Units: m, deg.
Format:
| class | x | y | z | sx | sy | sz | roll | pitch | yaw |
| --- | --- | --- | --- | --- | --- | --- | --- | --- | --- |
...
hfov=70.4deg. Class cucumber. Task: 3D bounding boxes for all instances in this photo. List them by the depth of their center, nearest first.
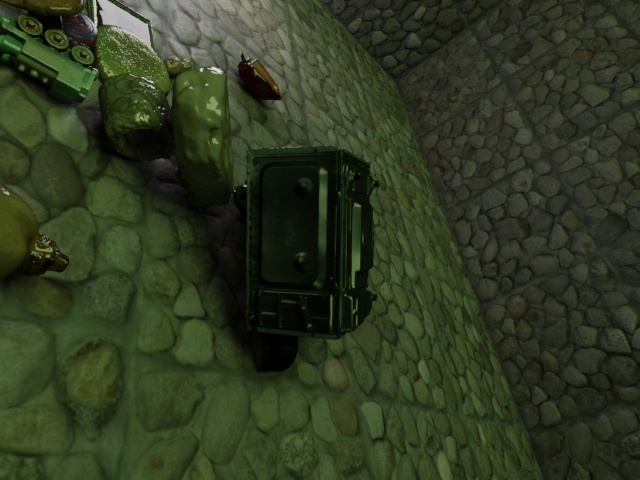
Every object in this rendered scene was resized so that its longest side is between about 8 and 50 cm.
| class | x | y | z | sx | sy | sz | roll | pitch | yaw |
| --- | --- | --- | --- | --- | --- | --- | --- | --- | --- |
| cucumber | -0.106 | 0.244 | 1.068 | 0.115 | 0.062 | 0.116 | 15 | 49 | -46 |

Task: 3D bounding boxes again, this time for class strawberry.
| class | x | y | z | sx | sy | sz | roll | pitch | yaw |
| --- | --- | --- | --- | --- | --- | --- | --- | --- | --- |
| strawberry | -0.229 | -0.580 | 1.636 | 0.192 | 0.085 | 0.140 | 32 | 30 | -47 |

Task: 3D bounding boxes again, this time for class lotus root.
| class | x | y | z | sx | sy | sz | roll | pitch | yaw |
| --- | --- | --- | --- | --- | --- | --- | --- | --- | --- |
| lotus root | -0.518 | -0.027 | 0.609 | 0.343 | 0.152 | 0.169 | 31 | 54 | -47 |

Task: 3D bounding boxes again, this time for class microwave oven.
| class | x | y | z | sx | sy | sz | roll | pitch | yaw |
| --- | --- | --- | --- | --- | --- | --- | --- | --- | --- |
| microwave oven | 0.000 | 0.000 | 1.069 | 0.333 | 0.247 | 0.393 | -7 | 98 | -73 |

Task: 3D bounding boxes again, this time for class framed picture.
| class | x | y | z | sx | sy | sz | roll | pitch | yaw |
| --- | --- | --- | --- | --- | --- | --- | --- | --- | --- |
| framed picture | -0.531 | -0.564 | 1.231 | 0.197 | 0.014 | 0.252 | 16 | 49 | -50 |

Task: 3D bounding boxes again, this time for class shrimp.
| class | x | y | z | sx | sy | sz | roll | pitch | yaw |
| --- | --- | --- | --- | --- | --- | --- | --- | --- | --- |
| shrimp | -0.640 | -0.541 | 0.942 | 0.289 | 0.075 | 0.178 | 41 | 43 | 2 |

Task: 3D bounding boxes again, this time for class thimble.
| class | x | y | z | sx | sy | sz | roll | pitch | yaw |
| --- | --- | --- | --- | --- | --- | --- | --- | --- | --- |
| thimble | -0.403 | -0.272 | 1.029 | 0.143 | 0.138 | 0.190 | 66 | 16 | 18 |

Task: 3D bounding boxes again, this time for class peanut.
| class | x | y | z | sx | sy | sz | roll | pitch | yaw |
| --- | --- | --- | --- | --- | --- | --- | --- | --- | --- |
| peanut | -0.415 | -0.501 | 1.310 | 0.053 | 0.054 | 0.113 | 56 | 32 | -4 |

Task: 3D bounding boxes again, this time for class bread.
| class | x | y | z | sx | sy | sz | roll | pitch | yaw |
| --- | --- | --- | --- | --- | --- | --- | --- | --- | --- |
| bread | -0.481 | -0.449 | 1.157 | 0.228 | 0.034 | 0.228 | 32 | 46 | -41 |

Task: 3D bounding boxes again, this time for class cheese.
| class | x | y | z | sx | sy | sz | roll | pitch | yaw |
| --- | --- | --- | --- | --- | --- | --- | --- | --- | --- |
| cheese | -0.267 | -0.238 | 1.066 | 0.318 | 0.115 | 0.326 | -119 | -153 | -75 |

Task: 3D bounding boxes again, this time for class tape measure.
| class | x | y | z | sx | sy | sz | roll | pitch | yaw |
| --- | --- | --- | --- | --- | --- | --- | --- | --- | --- |
| tape measure | -0.575 | -0.477 | 1.023 | 0.125 | 0.074 | 0.118 | 54 | 34 | 3 |

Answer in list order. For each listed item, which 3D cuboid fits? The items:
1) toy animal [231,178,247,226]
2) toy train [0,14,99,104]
| class | x | y | z | sx | sy | sz | roll | pitch | yaw |
| --- | --- | --- | --- | --- | --- | --- | --- | --- | --- |
| toy animal | -0.175 | -0.099 | 1.180 | 0.121 | 0.094 | 0.225 | 52 | 3 | -3 |
| toy train | -0.564 | -0.374 | 0.933 | 0.194 | 0.081 | 0.125 | 26 | 54 | -36 |
